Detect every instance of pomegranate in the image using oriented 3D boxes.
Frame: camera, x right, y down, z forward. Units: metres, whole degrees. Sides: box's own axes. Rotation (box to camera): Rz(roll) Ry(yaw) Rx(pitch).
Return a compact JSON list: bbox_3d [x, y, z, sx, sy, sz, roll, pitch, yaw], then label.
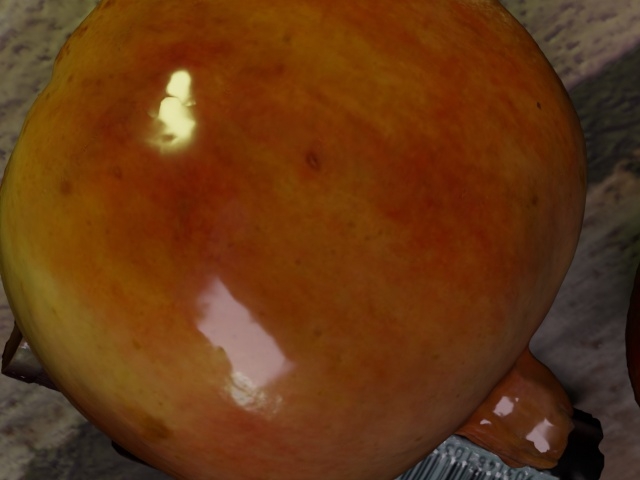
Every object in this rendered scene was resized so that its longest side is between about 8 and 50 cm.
[{"bbox_3d":[0.000,0.000,0.673,0.270,0.252,0.229,33,147,0],"label":"pomegranate"}]

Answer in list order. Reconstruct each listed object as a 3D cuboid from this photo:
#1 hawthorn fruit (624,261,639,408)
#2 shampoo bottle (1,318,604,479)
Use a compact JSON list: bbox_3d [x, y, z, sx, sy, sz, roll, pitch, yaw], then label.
[{"bbox_3d":[0.229,0.060,0.773,0.157,0.194,0.157,6,121,11],"label":"hawthorn fruit"},{"bbox_3d":[-0.010,0.094,0.855,0.323,0.084,0.129,21,120,-15],"label":"shampoo bottle"}]
